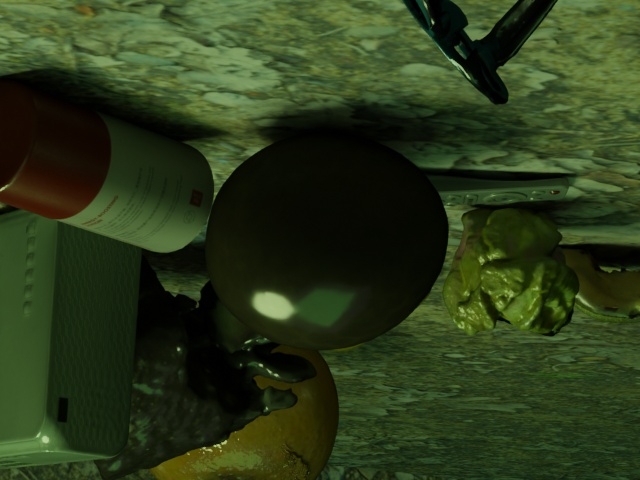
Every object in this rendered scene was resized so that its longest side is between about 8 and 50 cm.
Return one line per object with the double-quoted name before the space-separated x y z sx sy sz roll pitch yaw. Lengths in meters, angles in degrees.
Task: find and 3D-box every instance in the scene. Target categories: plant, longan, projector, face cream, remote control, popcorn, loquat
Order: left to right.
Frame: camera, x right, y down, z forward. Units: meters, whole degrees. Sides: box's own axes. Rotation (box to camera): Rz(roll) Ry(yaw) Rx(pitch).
"projector" -0.272 0.093 1.915 0.108 0.250 0.198 12 164 -38
"face cream" -0.189 -0.058 1.579 0.096 0.096 0.214 -7 164 36
"plant" -0.161 0.120 2.086 0.276 0.199 0.188 -29 130 -10
"loquat" -0.102 0.217 2.425 0.263 0.263 0.263 2 167 1
"longan" 0.000 0.000 1.609 0.198 0.198 0.212 9 -179 -27
"remote control" 0.127 -0.046 1.737 0.184 0.027 0.050 -2 169 0
"popcorn" 0.182 0.030 1.838 0.126 0.126 0.145 7 -167 14

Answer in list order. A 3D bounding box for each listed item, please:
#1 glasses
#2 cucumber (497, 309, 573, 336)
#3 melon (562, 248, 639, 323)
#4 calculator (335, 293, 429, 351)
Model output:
"glasses" 0.123 -0.148 1.104 0.207 0.102 0.239 -2 166 21
"cucumber" 0.212 0.065 2.148 0.058 0.058 0.187 -7 166 36
"melon" 0.310 0.053 2.009 0.160 0.079 0.128 0 166 8
"calculator" 0.052 0.064 2.065 0.146 0.032 0.235 -34 159 4
